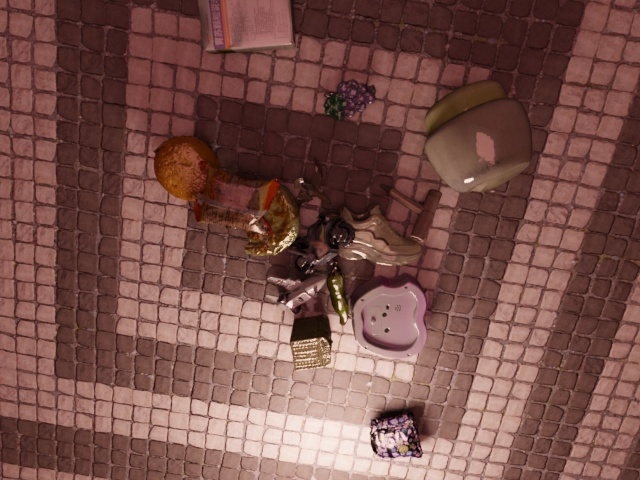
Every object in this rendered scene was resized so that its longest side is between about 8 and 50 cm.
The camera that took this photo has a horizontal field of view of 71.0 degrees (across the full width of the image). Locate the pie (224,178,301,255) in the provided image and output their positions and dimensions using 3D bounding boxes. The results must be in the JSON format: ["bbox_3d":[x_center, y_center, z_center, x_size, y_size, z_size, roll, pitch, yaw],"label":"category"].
[{"bbox_3d":[-0.210,-0.081,1.645,0.303,0.067,0.302,5,106,17],"label":"pie"}]

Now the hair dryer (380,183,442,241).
[{"bbox_3d":[0.305,-0.122,1.627,0.220,0.053,0.195,22,79,4],"label":"hair dryer"}]

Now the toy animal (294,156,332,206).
[{"bbox_3d":[-0.029,-0.167,1.628,0.155,0.095,0.219,38,106,2],"label":"toy animal"}]

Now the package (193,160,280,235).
[{"bbox_3d":[-0.289,-0.140,1.541,0.288,0.108,0.223,9,109,-9],"label":"package"}]

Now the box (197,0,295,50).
[{"bbox_3d":[-0.238,-0.730,1.470,0.299,0.106,0.200,-3,105,4],"label":"box"}]

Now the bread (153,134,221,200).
[{"bbox_3d":[-0.466,-0.256,1.593,0.240,0.139,0.240,1,106,2],"label":"bread"}]

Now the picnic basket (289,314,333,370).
[{"bbox_3d":[-0.028,0.390,1.736,0.154,0.196,0.134,-7,105,3],"label":"picnic basket"}]

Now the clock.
[{"bbox_3d":[0.280,0.297,1.750,0.339,0.102,0.338,0,106,1],"label":"clock"}]

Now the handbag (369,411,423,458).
[{"bbox_3d":[0.312,0.829,1.889,0.208,0.127,0.228,-14,113,5],"label":"handbag"}]

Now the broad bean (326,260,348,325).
[{"bbox_3d":[0.065,0.204,1.712,0.061,0.077,0.339,-33,134,-22],"label":"broad bean"}]

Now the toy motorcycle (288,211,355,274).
[{"bbox_3d":[0.000,0.000,1.616,0.307,0.108,0.173,-35,62,35],"label":"toy motorcycle"}]

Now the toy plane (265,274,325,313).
[{"bbox_3d":[-0.081,0.203,1.700,0.255,0.101,0.251,-28,125,30],"label":"toy plane"}]

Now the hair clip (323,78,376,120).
[{"bbox_3d":[0.098,-0.494,1.565,0.195,0.052,0.124,-21,95,16],"label":"hair clip"}]

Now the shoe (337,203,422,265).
[{"bbox_3d":[0.211,-0.029,1.642,0.342,0.132,0.210,7,109,3],"label":"shoe"}]

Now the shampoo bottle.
[{"bbox_3d":[0.504,-0.321,1.447,0.322,0.322,0.317,-18,84,7],"label":"shampoo bottle"}]
